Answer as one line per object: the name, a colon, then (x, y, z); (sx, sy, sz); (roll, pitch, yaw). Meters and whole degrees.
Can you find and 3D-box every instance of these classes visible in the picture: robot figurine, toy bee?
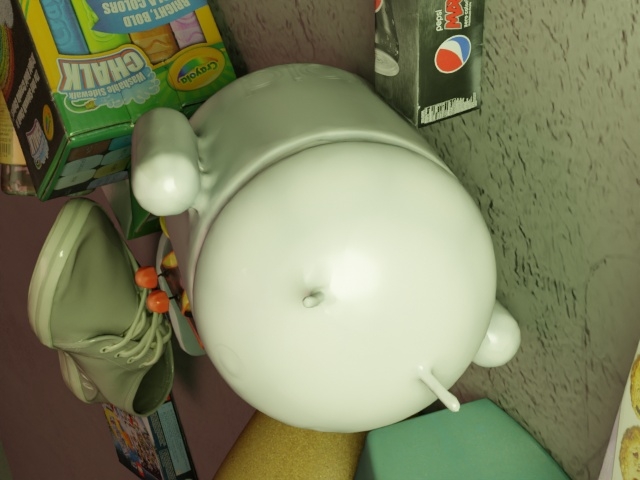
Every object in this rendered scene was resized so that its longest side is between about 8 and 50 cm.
robot figurine: (0.000, 0.000, 1.056); (0.199, 0.300, 0.353); (-61, 22, 15)
toy bee: (-0.102, 0.028, 1.441); (0.195, 0.162, 0.298); (54, 154, 38)

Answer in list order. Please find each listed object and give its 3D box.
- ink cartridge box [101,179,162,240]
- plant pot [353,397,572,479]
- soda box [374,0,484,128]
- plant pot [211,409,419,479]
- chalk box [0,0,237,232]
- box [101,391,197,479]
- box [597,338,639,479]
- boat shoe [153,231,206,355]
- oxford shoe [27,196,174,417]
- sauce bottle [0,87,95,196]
ink cartridge box: (-0.229, -0.118, 1.736); (0.209, 0.062, 0.109); (62, 157, 19)
plant pot: (0.117, 0.248, 1.133); (0.165, 0.165, 0.234); (101, 149, -53)
soda box: (0.071, -0.161, 1.007); (0.060, 0.053, 0.169); (47, 149, 43)
plant pot: (-0.008, 0.244, 1.306); (0.237, 0.237, 0.254); (12, 87, 65)
chalk box: (-0.196, -0.155, 1.453); (0.289, 0.179, 0.180); (69, 157, 9)
box: (-0.249, 0.260, 2.145); (0.233, 0.044, 0.159); (16, 123, 64)
box: (0.217, 0.078, 0.865); (0.067, 0.063, 0.324); (51, 152, 35)
boat shoe: (-0.161, 0.040, 1.715); (0.083, 0.065, 0.183); (47, 150, 46)
oxford shoe: (-0.242, 0.087, 1.784); (0.130, 0.169, 0.449); (21, 156, 11)
sauce bottle: (-0.290, -0.219, 1.636); (0.111, 0.111, 0.344); (-162, 72, -63)
